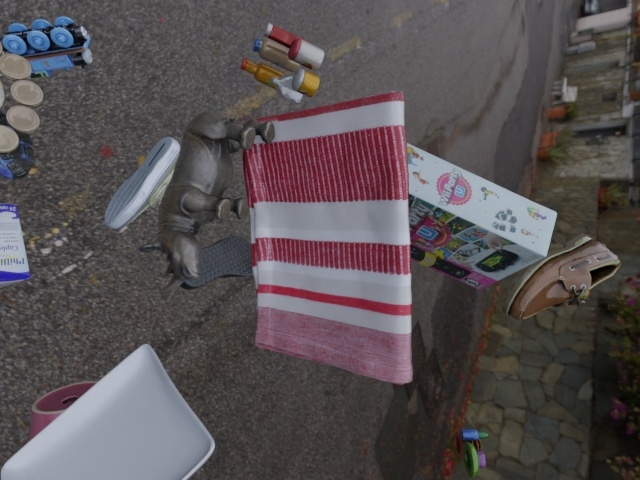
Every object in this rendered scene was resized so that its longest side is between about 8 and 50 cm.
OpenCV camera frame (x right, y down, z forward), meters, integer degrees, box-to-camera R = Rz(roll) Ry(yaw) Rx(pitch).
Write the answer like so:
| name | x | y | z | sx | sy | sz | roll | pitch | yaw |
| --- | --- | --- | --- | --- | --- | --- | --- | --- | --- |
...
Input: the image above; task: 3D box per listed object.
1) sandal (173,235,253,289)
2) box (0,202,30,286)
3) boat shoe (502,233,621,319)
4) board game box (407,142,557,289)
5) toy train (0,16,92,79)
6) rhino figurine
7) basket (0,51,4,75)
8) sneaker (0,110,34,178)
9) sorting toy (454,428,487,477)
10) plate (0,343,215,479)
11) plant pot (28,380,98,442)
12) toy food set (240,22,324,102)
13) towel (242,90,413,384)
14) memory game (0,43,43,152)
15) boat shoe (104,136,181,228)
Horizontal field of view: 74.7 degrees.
| name | x | y | z | sx | sy | sz | roll | pitch | yaw |
| --- | --- | --- | --- | --- | --- | --- | --- | --- | --- |
| sandal | -0.401 | 0.081 | 1.604 | 0.446 | 0.107 | 0.167 | -11 | 86 | -61 |
| box | -0.585 | 0.018 | 0.718 | 0.072 | 0.126 | 0.137 | -5 | 80 | -69 |
| boat shoe | 0.521 | 0.084 | 0.891 | 0.307 | 0.104 | 0.110 | -30 | 138 | -21 |
| board game box | 0.212 | -0.036 | 0.760 | 0.224 | 0.304 | 0.097 | 110 | 5 | -67 |
| toy train | -0.601 | -0.424 | 0.929 | 0.105 | 0.184 | 0.080 | 85 | -8 | -53 |
| rhino figurine | -0.147 | -0.051 | 0.514 | 0.073 | 0.107 | 0.243 | 41 | 66 | -67 |
| basket | -0.834 | -0.474 | 0.994 | 0.103 | 0.113 | 0.167 | -31 | 85 | -25 |
| sneaker | -0.502 | -0.157 | 0.592 | 0.087 | 0.221 | 0.083 | -51 | 176 | 14 |
| sorting toy | 0.256 | 0.344 | 0.695 | 0.102 | 0.042 | 0.061 | -8 | 97 | -88 |
| plate | -0.311 | 0.324 | 0.612 | 0.278 | 0.277 | 0.045 | -43 | 133 | -19 |
| plant pot | -0.480 | 0.391 | 0.831 | 0.201 | 0.202 | 0.180 | -14 | 101 | -53 |
| toy food set | -0.077 | -0.341 | 0.803 | 0.105 | 0.232 | 0.111 | 16 | 109 | -25 |
| towel | 0.000 | 0.000 | 0.528 | 0.037 | 0.237 | 0.328 | -13 | 102 | -54 |
| memory game | -0.452 | -0.187 | 0.519 | 0.186 | 0.012 | 0.186 | 10 | 72 | -35 |
| boat shoe | -0.476 | -0.149 | 1.175 | 0.302 | 0.109 | 0.094 | -56 | 141 | -13 |
